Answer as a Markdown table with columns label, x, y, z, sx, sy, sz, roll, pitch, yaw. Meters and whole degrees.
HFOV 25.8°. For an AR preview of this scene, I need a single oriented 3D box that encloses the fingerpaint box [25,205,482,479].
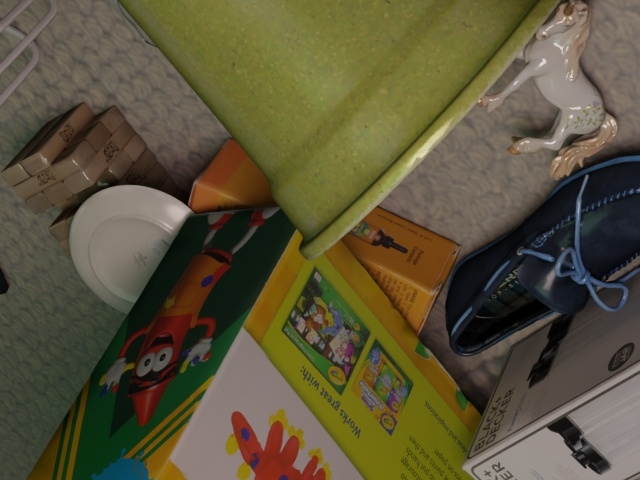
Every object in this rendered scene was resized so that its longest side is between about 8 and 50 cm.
| label | x | y | z | sx | sy | sz | roll | pitch | yaw |
| --- | --- | --- | --- | --- | --- | --- | --- | --- | --- |
| fingerpaint box | -0.021 | 0.254 | 1.187 | 0.163 | 0.371 | 0.445 | -4 | 137 | 42 |

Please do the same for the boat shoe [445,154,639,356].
| label | x | y | z | sx | sy | sz | roll | pitch | yaw |
| --- | --- | --- | --- | --- | --- | --- | --- | --- | --- |
| boat shoe | 0.201 | 0.028 | 1.142 | 0.109 | 0.089 | 0.258 | 28 | 139 | -14 |

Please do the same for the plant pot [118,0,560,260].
| label | x | y | z | sx | sy | sz | roll | pitch | yaw |
| --- | --- | --- | --- | --- | --- | --- | --- | --- | --- |
| plant pot | -0.008 | -0.172 | 0.980 | 0.254 | 0.276 | 0.276 | 43 | 133 | -4 |

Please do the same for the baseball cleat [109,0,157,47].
| label | x | y | z | sx | sy | sz | roll | pitch | yaw |
| --- | --- | --- | --- | --- | --- | --- | --- | --- | --- |
| baseball cleat | -0.140 | -0.244 | 1.120 | 0.109 | 0.072 | 0.206 | 16 | 126 | 30 |

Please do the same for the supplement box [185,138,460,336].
| label | x | y | z | sx | sy | sz | roll | pitch | yaw |
| --- | --- | --- | --- | --- | --- | --- | --- | --- | --- |
| supplement box | 0.000 | 0.000 | 1.239 | 0.233 | 0.078 | 0.080 | 24 | 133 | 9 |

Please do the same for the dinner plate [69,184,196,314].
| label | x | y | z | sx | sy | sz | roll | pitch | yaw |
| --- | --- | --- | --- | --- | --- | --- | --- | --- | --- |
| dinner plate | -0.161 | 0.015 | 1.250 | 0.141 | 0.017 | 0.141 | 6 | 121 | 10 |

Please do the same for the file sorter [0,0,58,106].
| label | x | y | z | sx | sy | sz | roll | pitch | yaw |
| --- | --- | --- | --- | --- | --- | --- | --- | --- | --- |
| file sorter | -0.302 | -0.239 | 1.125 | 0.173 | 0.193 | 0.278 | 29 | 134 | -2 |

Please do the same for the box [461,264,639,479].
| label | x | y | z | sx | sy | sz | roll | pitch | yaw |
| --- | --- | --- | --- | --- | --- | --- | --- | --- | --- |
| box | 0.256 | 0.104 | 1.130 | 0.087 | 0.169 | 0.290 | 42 | 134 | -9 |

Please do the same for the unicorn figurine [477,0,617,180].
| label | x | y | z | sx | sy | sz | roll | pitch | yaw |
| --- | --- | --- | --- | --- | --- | --- | --- | --- | --- |
| unicorn figurine | 0.175 | -0.123 | 1.063 | 0.111 | 0.060 | 0.162 | -26 | 134 | 23 |

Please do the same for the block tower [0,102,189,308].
| label | x | y | z | sx | sy | sz | roll | pitch | yaw |
| --- | --- | --- | --- | --- | --- | --- | --- | --- | --- |
| block tower | -0.151 | 0.028 | 1.327 | 0.091 | 0.097 | 0.335 | -22 | 114 | 38 |

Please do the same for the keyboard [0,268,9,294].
| label | x | y | z | sx | sy | sz | roll | pitch | yaw |
| --- | --- | --- | --- | --- | --- | --- | --- | --- | --- |
| keyboard | -0.405 | -0.014 | 1.461 | 0.100 | 0.038 | 0.192 | 0 | 125 | 27 |
